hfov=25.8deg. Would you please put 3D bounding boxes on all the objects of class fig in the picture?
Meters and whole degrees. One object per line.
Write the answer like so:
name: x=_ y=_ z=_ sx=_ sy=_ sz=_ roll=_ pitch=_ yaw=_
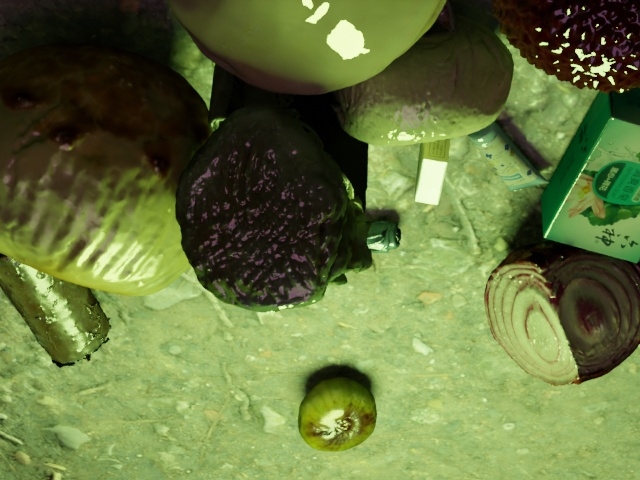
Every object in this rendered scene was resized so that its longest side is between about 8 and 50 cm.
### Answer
fig: x=0.027 y=0.304 z=2.427 sx=0.153 sy=0.121 sz=0.136 roll=-29 pitch=123 yaw=33

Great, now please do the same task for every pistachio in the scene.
pistachio: x=-0.016 y=-0.361 z=1.594 sx=0.365 sy=0.281 sz=0.445 roll=36 pitch=135 yaw=3

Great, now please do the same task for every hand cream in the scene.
hand cream: x=0.258 y=-0.126 z=1.993 sx=0.065 sy=0.043 sz=0.170 roll=-12 pitch=140 yaw=37

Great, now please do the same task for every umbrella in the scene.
umbrella: x=0.000 y=0.002 z=2.152 sx=0.250 sy=0.053 sz=0.052 roll=-4 pitch=138 yaw=10

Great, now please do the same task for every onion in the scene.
onion: x=0.375 y=0.096 z=2.114 sx=0.207 sy=0.216 sz=0.206 roll=-18 pitch=-175 yaw=-26

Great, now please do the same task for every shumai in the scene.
shumai: x=-0.059 y=-0.045 z=1.773 sx=0.225 sy=0.222 sz=0.261 roll=-20 pitch=96 yaw=15

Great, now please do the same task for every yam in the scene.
yam: x=-0.436 y=0.079 z=2.241 sx=0.131 sy=0.131 sz=0.280 roll=-8 pitch=135 yaw=15

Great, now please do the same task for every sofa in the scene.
sofa: x=-0.058 y=-0.144 z=1.895 sx=0.182 sy=0.200 sz=0.258 roll=-18 pitch=134 yaw=21

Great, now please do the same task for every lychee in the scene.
lychee: x=0.332 y=-0.307 z=1.631 sx=0.275 sy=0.276 sz=0.304 roll=20 pitch=161 yaw=-15

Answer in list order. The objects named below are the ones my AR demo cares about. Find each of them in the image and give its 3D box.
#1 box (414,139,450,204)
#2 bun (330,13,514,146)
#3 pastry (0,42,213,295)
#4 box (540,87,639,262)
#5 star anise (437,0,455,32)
box: x=0.157 y=-0.132 z=1.912 sx=0.040 sy=0.154 sz=0.084 roll=8 pitch=137 yaw=3
bun: x=0.121 y=-0.218 z=1.805 sx=0.243 sy=0.244 sz=0.153 roll=-3 pitch=108 yaw=10
pastry: x=-0.311 y=-0.106 z=1.873 sx=0.388 sy=0.313 sz=0.388 roll=22 pitch=179 yaw=1
box: x=0.424 y=-0.094 z=1.961 sx=0.153 sy=0.092 sz=0.245 roll=14 pitch=133 yaw=-8
star anise: x=0.139 y=-0.313 z=1.742 sx=0.124 sy=0.129 sz=0.056 roll=-34 pitch=159 yaw=28
